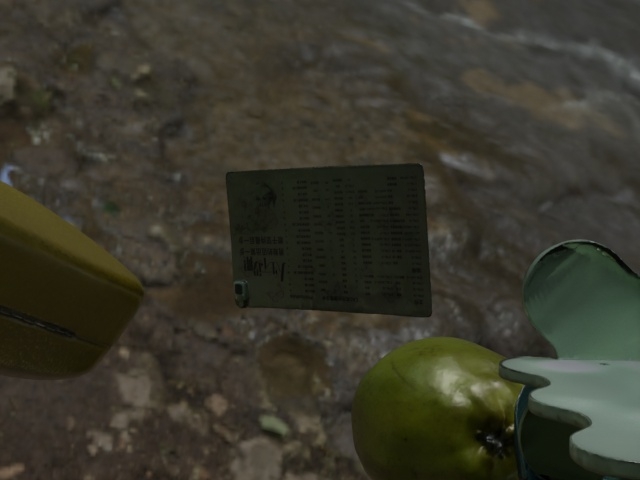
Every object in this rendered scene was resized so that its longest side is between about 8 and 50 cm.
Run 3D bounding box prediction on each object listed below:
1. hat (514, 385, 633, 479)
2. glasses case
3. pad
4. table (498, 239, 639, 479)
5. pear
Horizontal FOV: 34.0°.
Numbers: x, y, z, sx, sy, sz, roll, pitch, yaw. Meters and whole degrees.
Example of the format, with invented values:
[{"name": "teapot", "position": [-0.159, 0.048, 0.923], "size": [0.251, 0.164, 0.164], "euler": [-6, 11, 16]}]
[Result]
[{"name": "hat", "position": [0.257, 0.221, 1.016], "size": [0.138, 0.190, 0.078], "euler": [-17, 5, -9]}, {"name": "glasses case", "position": [-0.290, 0.014, 0.783], "size": [0.173, 0.141, 0.371], "euler": [37, -2, 24]}, {"name": "pad", "position": [0.000, 0.000, 1.125], "size": [0.265, 0.159, 0.009], "euler": [0, 7, 36]}, {"name": "table", "position": [0.175, 0.075, 0.466], "size": [0.167, 0.166, 0.198], "euler": [13, 4, -1]}, {"name": "pear", "position": [0.140, 0.214, 1.199], "size": [0.212, 0.212, 0.269], "euler": [-2, -4, -22]}]
